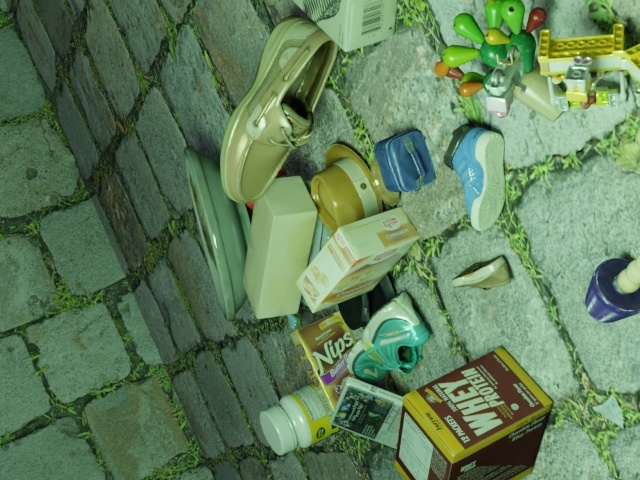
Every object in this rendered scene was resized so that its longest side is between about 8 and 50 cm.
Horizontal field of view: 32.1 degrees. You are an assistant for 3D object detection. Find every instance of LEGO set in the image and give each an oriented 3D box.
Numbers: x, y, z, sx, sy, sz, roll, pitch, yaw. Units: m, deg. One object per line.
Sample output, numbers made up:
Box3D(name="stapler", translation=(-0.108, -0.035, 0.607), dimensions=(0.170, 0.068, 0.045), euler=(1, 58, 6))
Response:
Box3D(name="LEGO set", translation=(0.334, -0.154, 1.234), dimensions=(0.287, 0.132, 0.107), euler=(19, 149, 32))

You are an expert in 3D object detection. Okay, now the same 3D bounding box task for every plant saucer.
Box3D(name="plant saucer", translation=(0.113, -0.100, 1.872), dimensions=(0.083, 0.015, 0.083), euler=(48, 151, 39))
Box3D(name="plant saucer", translation=(-0.212, -0.023, 2.480), dimensions=(0.400, 0.101, 0.400), euler=(165, 90, -81))

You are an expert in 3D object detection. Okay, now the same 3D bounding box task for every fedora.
Box3D(name="fedora", translation=(0.038, -0.073, 1.981), dimensions=(0.194, 0.079, 0.194), euler=(47, 151, 38))

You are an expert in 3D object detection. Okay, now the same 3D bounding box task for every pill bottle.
Box3D(name="pill bottle", translation=(-0.014, 0.359, 2.321), dimensions=(0.119, 0.209, 0.119), euler=(48, 151, 39))

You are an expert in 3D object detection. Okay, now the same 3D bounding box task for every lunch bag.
Box3D(name="lunch bag", translation=(0.134, -0.119, 1.742), dimensions=(0.065, 0.067, 0.098), euler=(-1, 111, 66))

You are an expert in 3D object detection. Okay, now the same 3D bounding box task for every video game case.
Box3D(name="video game case", translation=(0.114, 0.336, 2.127), dimensions=(0.173, 0.022, 0.190), euler=(20, 147, 2))

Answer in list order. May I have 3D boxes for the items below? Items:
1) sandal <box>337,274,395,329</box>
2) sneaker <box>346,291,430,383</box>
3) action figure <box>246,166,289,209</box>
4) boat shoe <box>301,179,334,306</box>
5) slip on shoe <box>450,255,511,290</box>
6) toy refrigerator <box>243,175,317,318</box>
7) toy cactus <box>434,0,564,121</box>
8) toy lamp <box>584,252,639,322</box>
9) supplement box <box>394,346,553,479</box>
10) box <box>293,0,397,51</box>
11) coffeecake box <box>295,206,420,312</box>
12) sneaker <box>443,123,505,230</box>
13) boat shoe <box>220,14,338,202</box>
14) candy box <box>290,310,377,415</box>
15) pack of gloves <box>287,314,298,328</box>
Box3D(name="sandal", translation=(0.079, 0.117, 2.095), dimensions=(0.097, 0.054, 0.254), euler=(61, 156, 15))
Box3D(name="sneaker", translation=(0.125, 0.203, 2.023), dimensions=(0.110, 0.107, 0.275), euler=(49, 153, 17))
Box3D(name="action figure", translation=(-0.047, -0.049, 2.200), dimensions=(0.280, 0.139, 0.091), euler=(51, 160, -21))
Box3D(name="boat shoe", translation=(0.000, 0.000, 2.126), dimensions=(0.095, 0.084, 0.258), euler=(42, 138, 51))
Box3D(name="slip on shoe", translation=(0.245, 0.058, 1.693), dimensions=(0.041, 0.051, 0.135), euler=(56, 151, -3))
Box3D(name="toy refrigerator", translation=(-0.075, 0.015, 2.083), dimensions=(0.269, 0.094, 0.102), euler=(102, 152, -42))
Box3D(name="toy cactus", translation=(0.242, -0.225, 1.404), dimensions=(0.180, 0.112, 0.219), euler=(44, 151, 7))
Box3D(name="toy lamp", translation=(0.388, 0.019, 1.305), dimensions=(0.080, 0.080, 0.274), euler=(59, 153, 19))
Box3D(name="supplement box", translation=(0.236, 0.305, 1.746), dimensions=(0.129, 0.191, 0.194), euler=(50, 152, 36))
Box3D(name="box", translation=(0.006, -0.415, 1.719), dimensions=(0.275, 0.094, 0.113), euler=(49, 151, 36))
Box3D(name="coffeecake box", translation=(0.061, 0.033, 1.898), dimensions=(0.068, 0.142, 0.185), euler=(59, 143, 17))
Box3D(name="sneaker", translation=(0.217, -0.093, 1.592), dimensions=(0.085, 0.058, 0.152), euler=(31, 134, 46))
Box3D(name="boat shoe", translation=(-0.071, -0.210, 1.905), dimensions=(0.110, 0.122, 0.341), euler=(33, 110, 38))
Box3D(name="candy box", translation=(0.028, 0.249, 2.258), dimensions=(0.186, 0.109, 0.053), euler=(64, 157, 7))
Box3D(name="pack of gloves", translation=(-0.100, 0.069, 2.384), dimensions=(0.232, 0.046, 0.195), euler=(-116, 19, -50))
